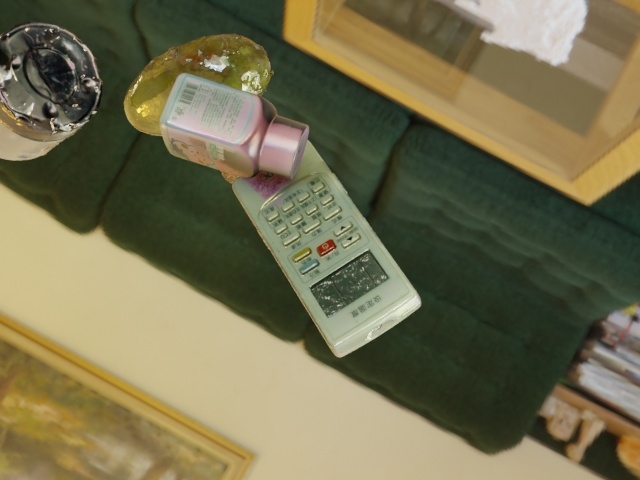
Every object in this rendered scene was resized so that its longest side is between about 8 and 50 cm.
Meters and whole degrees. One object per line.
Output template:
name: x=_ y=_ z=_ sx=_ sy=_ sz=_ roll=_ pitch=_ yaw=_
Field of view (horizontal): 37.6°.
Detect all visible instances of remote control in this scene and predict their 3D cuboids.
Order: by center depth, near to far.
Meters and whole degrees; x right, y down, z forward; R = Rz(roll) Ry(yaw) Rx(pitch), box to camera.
remote control: x=0.000 y=0.000 z=1.361 sx=0.344 sy=0.145 sz=0.050 roll=55 pitch=177 yaw=32

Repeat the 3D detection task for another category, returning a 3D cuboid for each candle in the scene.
candle: x=-0.492 y=-0.225 z=1.549 sx=0.187 sy=0.187 sz=0.330 roll=35 pitch=153 yaw=-23

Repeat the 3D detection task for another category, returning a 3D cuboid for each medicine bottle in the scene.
medicine bottle: x=-0.117 y=-0.149 z=1.300 sx=0.188 sy=0.094 sz=0.119 roll=18 pitch=163 yaw=5

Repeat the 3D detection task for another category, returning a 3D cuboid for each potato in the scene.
potato: x=-0.212 y=-0.260 z=1.579 sx=0.298 sy=0.141 sz=0.176 roll=-11 pitch=166 yaw=34

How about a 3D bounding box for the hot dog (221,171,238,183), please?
hot dog: x=-0.156 y=-0.160 z=2.031 sx=0.099 sy=0.065 sz=0.147 roll=-16 pitch=-162 yaw=-32
